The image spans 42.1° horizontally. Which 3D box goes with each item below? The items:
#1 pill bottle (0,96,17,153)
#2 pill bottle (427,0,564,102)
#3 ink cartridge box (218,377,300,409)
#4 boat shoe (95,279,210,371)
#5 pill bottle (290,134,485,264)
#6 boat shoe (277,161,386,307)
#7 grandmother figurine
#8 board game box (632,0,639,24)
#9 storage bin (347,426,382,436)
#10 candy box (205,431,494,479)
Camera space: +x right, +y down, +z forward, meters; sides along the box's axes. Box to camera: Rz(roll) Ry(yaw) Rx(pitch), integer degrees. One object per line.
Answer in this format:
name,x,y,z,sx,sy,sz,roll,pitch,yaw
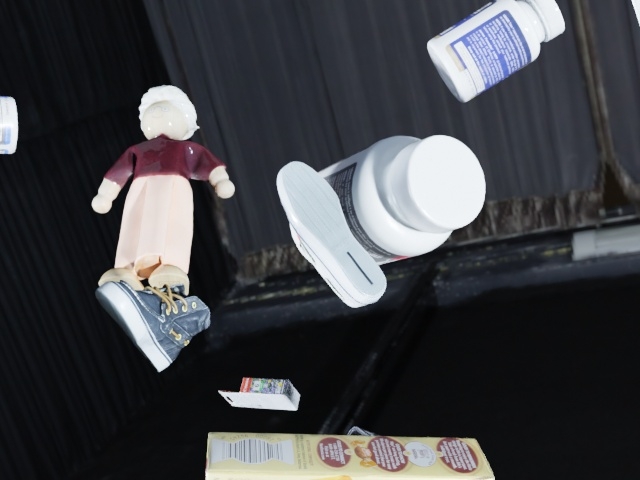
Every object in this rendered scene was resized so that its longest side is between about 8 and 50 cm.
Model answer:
pill bottle,-0.476,-0.154,1.096,0.137,0.078,0.078,-1,-173,-28
pill bottle,0.269,-0.304,1.271,0.187,0.112,0.112,-31,-166,6
ink cartridge box,-0.097,0.243,1.324,0.115,0.063,0.029,0,-123,20
boat shoe,-0.170,0.069,0.868,0.083,0.065,0.183,-43,159,-16
pill bottle,0.096,-0.055,1.250,0.176,0.176,0.318,-24,-178,-29
boat shoe,0.000,0.000,1.167,0.083,0.226,0.076,-26,172,-35
grandmother figurine,-0.230,-0.084,1.221,0.208,0.342,0.104,1,150,-6
board game box,0.633,-0.342,1.118,0.390,0.389,0.050,-15,-171,42
storage bin,0.075,0.406,1.336,0.084,0.180,0.122,24,175,-22
candy box,0.024,0.321,0.952,0.317,0.182,0.087,3,-161,-6
